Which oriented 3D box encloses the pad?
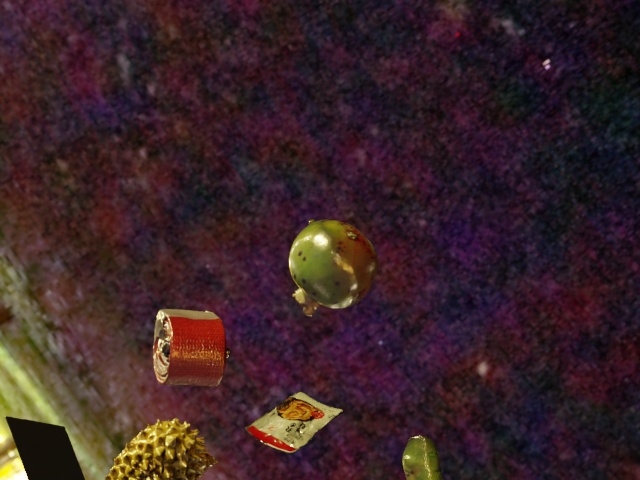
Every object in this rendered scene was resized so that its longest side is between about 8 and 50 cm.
[{"bbox_3d":[-0.470,0.462,1.649,0.300,0.005,0.202,61,-174,22],"label":"pad"}]

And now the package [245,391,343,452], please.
[{"bbox_3d":[-0.065,0.470,2.343,0.154,0.239,0.030,19,120,31],"label":"package"}]

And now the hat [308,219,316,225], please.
[{"bbox_3d":[0.000,0.000,1.644,0.077,0.076,0.059,26,-154,-35],"label":"hat"}]

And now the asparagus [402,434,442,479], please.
[{"bbox_3d":[0.226,0.573,1.845,0.085,0.082,0.343,126,138,-66],"label":"asparagus"}]

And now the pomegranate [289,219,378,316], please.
[{"bbox_3d":[0.017,0.035,1.221,0.130,0.130,0.130,41,153,27],"label":"pomegranate"}]

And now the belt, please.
[{"bbox_3d":[-0.225,0.191,1.602,0.201,0.124,0.128,-168,84,-71],"label":"belt"}]

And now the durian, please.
[{"bbox_3d":[-0.392,0.552,2.179,0.112,0.341,0.191,5,115,48],"label":"durian"}]
